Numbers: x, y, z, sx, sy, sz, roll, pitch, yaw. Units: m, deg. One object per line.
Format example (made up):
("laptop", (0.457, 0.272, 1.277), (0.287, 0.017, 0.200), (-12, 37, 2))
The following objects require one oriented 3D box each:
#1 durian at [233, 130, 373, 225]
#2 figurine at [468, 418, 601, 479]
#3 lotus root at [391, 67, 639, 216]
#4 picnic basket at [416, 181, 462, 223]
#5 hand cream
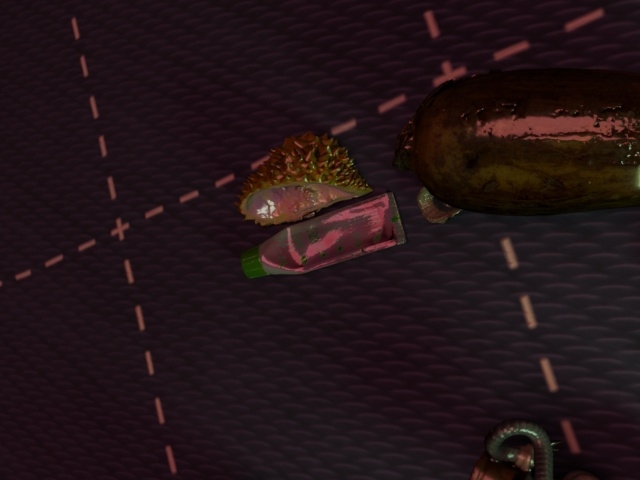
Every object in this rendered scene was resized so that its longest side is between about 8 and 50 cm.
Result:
("durian", (-0.036, -0.092, 1.107), (0.182, 0.165, 0.132), (5, 123, 50))
("figurine", (0.359, 0.383, 0.838), (0.381, 0.186, 0.261), (20, 103, 23))
("lotus root", (0.278, -0.124, 0.889), (0.397, 0.196, 0.179), (3, 117, 24))
("picnic basket", (0.176, -0.058, 1.003), (0.083, 0.083, 0.065), (-30, 80, 27))
("hand cream", (-0.001, 0.000, 1.121), (0.275, 0.050, 0.079), (-18, 105, 21))
